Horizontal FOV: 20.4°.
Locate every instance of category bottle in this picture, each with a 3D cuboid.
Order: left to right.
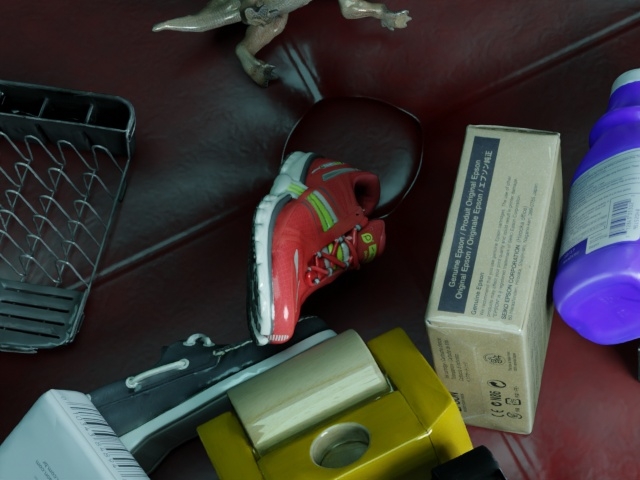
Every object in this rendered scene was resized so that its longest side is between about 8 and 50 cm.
[{"bbox_3d":[0.284,-0.040,1.627,0.118,0.092,0.283,-31,31,40],"label":"bottle"}]

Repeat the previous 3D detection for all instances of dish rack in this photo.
[{"bbox_3d":[-0.306,-0.024,1.781,0.208,0.074,0.271,8,65,14],"label":"dish rack"}]

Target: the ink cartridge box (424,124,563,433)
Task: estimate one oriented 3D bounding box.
[{"bbox_3d":[0.159,0.039,1.580,0.088,0.235,0.193,7,63,13],"label":"ink cartridge box"}]

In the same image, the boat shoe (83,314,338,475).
[{"bbox_3d":[-0.129,0.136,1.647,0.302,0.114,0.091,-28,68,-6],"label":"boat shoe"}]

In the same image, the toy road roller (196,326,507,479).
[{"bbox_3d":[0.052,0.256,1.520,0.202,0.240,0.329,-26,36,-6],"label":"toy road roller"}]

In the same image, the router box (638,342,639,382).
[{"bbox_3d":[0.451,0.016,1.630,0.243,0.081,0.309,16,67,18],"label":"router box"}]

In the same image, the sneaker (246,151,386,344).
[{"bbox_3d":[0.000,0.000,1.654,0.118,0.107,0.279,10,35,7],"label":"sneaker"}]

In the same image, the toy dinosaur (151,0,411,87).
[{"bbox_3d":[-0.034,-0.291,1.853,0.295,0.127,0.200,-25,54,10],"label":"toy dinosaur"}]

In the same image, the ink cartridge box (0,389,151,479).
[{"bbox_3d":[-0.229,0.357,1.546,0.330,0.071,0.324,-50,63,17],"label":"ink cartridge box"}]
